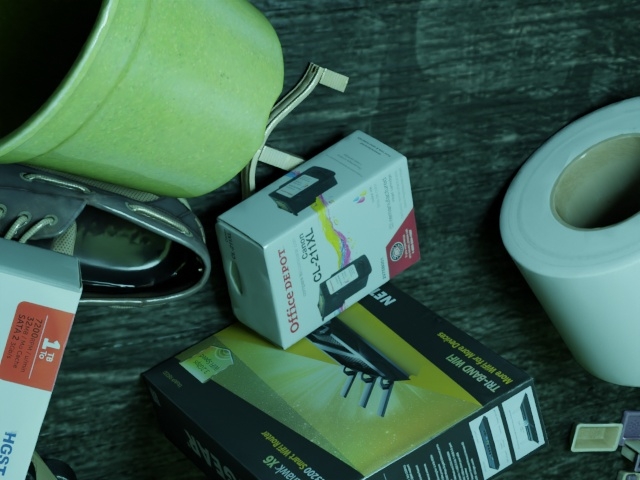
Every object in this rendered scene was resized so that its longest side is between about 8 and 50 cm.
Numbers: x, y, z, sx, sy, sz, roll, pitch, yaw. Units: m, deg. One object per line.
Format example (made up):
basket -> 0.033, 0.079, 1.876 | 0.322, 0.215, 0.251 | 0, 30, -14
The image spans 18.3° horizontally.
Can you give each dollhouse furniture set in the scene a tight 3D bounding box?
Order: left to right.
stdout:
dollhouse furniture set -> 0.328, 0.242, 2.160 | 0.114, 0.081, 0.091 | 3, 108, -32

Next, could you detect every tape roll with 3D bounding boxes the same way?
tape roll -> 0.319, -0.001, 1.954 | 0.246, 0.246, 0.169 | -42, 125, -10

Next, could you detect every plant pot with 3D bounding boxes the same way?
plant pot -> -0.175, -0.155, 1.600 | 0.254, 0.276, 0.276 | 24, 96, -48

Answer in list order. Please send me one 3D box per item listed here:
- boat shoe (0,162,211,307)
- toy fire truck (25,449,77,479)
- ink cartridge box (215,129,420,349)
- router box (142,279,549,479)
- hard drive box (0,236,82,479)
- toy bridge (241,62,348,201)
boat shoe -> -0.247, -0.010, 1.671 | 0.355, 0.130, 0.132 | 0, 109, -32
toy fire truck -> -0.352, 0.250, 1.724 | 0.246, 0.158, 0.217 | -29, 119, 5
ink cartridge box -> 0.000, 0.000, 1.835 | 0.175, 0.072, 0.127 | -33, 134, -26
router box -> 0.016, 0.151, 1.790 | 0.243, 0.309, 0.081 | -29, 122, -20
hard drive box -> -0.324, 0.077, 1.569 | 0.232, 0.089, 0.181 | 14, 102, -13
toy bridge -> -0.039, -0.076, 1.837 | 0.063, 0.026, 0.188 | 19, 99, -35
